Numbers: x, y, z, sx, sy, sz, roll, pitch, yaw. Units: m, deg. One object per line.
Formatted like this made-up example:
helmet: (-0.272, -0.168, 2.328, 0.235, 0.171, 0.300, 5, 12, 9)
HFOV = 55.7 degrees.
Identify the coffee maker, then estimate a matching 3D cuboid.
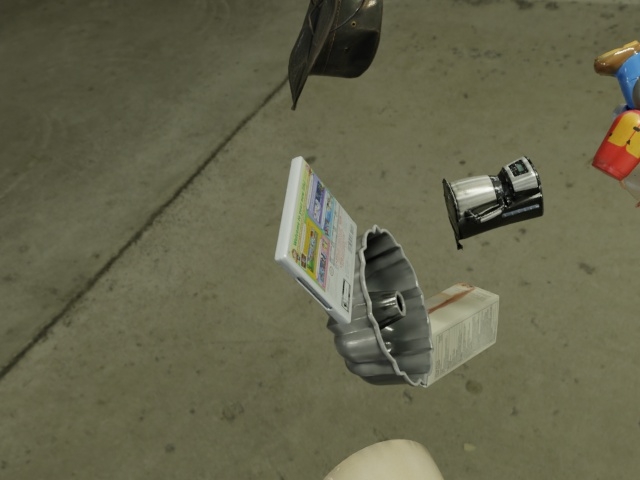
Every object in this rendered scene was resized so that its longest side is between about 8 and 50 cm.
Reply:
coffee maker: (0.352, -0.078, 1.239, 0.178, 0.171, 0.120, -16, 67, 6)

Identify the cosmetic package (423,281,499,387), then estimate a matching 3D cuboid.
cosmetic package: (0.318, 0.232, 1.550, 0.296, 0.153, 0.129, -18, 27, -39)

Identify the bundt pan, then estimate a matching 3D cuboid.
bundt pan: (0.108, 0.142, 1.224, 0.124, 0.331, 0.331, -19, 40, 25)

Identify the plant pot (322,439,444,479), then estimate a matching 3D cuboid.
plant pot: (0.147, 0.518, 0.983, 0.256, 0.256, 0.274, -25, 35, -12)

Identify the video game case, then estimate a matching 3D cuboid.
video game case: (0.000, 0.000, 0.981, 0.023, 0.193, 0.212, -17, 45, 27)

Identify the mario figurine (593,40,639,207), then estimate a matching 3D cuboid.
mario figurine: (0.569, -0.184, 1.101, 0.198, 0.170, 0.320, -19, 85, -23)

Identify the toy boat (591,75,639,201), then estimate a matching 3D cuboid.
toy boat: (0.503, -0.102, 0.808, 0.148, 0.318, 0.267, -60, 28, 14)

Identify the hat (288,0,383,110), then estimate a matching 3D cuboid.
hat: (0.041, -0.383, 1.088, 0.134, 0.331, 0.331, 12, 43, -14)
